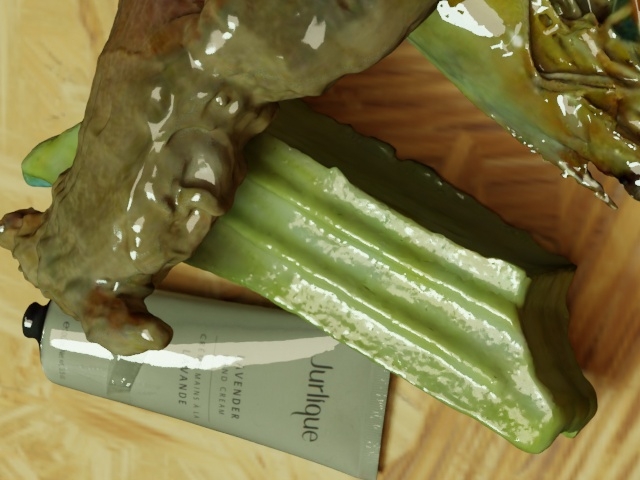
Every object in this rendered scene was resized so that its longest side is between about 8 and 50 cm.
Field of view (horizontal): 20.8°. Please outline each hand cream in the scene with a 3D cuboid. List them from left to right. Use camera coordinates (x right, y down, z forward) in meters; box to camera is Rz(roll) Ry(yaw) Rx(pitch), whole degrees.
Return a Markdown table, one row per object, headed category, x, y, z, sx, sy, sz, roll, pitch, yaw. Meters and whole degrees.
| category | x | y | z | sx | sy | sz | roll | pitch | yaw |
| --- | --- | --- | --- | --- | --- | --- | --- | --- | --- |
| hand cream | -0.057 | 0.059 | 0.845 | 0.186 | 0.054 | 0.087 | 12 | 114 | 13 |

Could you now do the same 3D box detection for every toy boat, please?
| category | x | y | z | sx | sy | sz | roll | pitch | yaw |
| --- | --- | --- | --- | --- | --- | --- | --- | --- | --- |
| toy boat | 0.001 | -0.006 | 0.762 | 0.276 | 0.111 | 0.084 | 28 | 102 | 19 |

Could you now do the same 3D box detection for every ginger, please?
| category | x | y | z | sx | sy | sz | roll | pitch | yaw |
| --- | --- | --- | --- | --- | --- | --- | --- | --- | --- |
| ginger | -0.025 | -0.088 | 0.689 | 0.290 | 0.084 | 0.122 | -56 | 44 | 9 |

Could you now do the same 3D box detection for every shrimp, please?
| category | x | y | z | sx | sy | sz | roll | pitch | yaw |
| --- | --- | --- | --- | --- | --- | --- | --- | --- | --- |
| shrimp | 0.096 | -0.113 | 0.723 | 0.145 | 0.061 | 0.267 | -36 | 87 | 18 |
